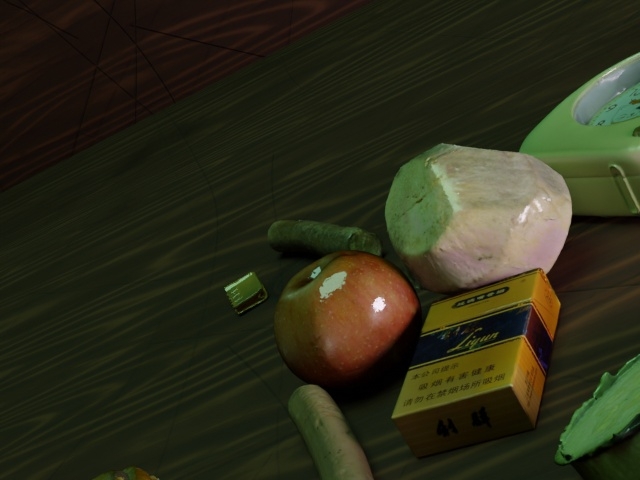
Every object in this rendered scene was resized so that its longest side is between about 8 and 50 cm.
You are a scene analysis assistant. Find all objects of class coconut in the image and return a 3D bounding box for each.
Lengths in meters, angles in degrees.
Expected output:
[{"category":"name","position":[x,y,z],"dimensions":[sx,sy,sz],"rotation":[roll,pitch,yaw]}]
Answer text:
[{"category":"coconut","position":[0.210,-0.019,1.652],"dimensions":[0.237,0.236,0.197],"rotation":[3,80,57]}]

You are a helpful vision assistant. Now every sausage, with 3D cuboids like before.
[{"category":"sausage","position":[0.013,0.243,1.491],"dimensions":[0.065,0.066,0.301],"rotation":[-31,22,0]}]

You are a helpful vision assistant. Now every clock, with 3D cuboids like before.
[{"category":"clock","position":[0.463,-0.168,1.739],"dimensions":[0.348,0.117,0.286],"rotation":[-40,21,-25]}]

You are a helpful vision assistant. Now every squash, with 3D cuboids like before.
[{"category":"squash","position":[0.330,0.169,1.196],"dimensions":[0.220,0.133,0.220],"rotation":[-39,7,6]}]

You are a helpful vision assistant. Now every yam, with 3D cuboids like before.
[{"category":"yam","position":[0.000,0.000,2.080],"dimensions":[0.066,0.066,0.299],"rotation":[-39,20,-20]}]

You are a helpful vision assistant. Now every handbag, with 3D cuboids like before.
[{"category":"handbag","position":[-0.121,0.086,2.095],"dimensions":[0.061,0.027,0.083],"rotation":[-30,21,-2]}]

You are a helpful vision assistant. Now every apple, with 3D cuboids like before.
[{"category":"apple","position":[0.032,0.095,1.662],"dimensions":[0.201,0.162,0.201],"rotation":[-27,22,12]}]

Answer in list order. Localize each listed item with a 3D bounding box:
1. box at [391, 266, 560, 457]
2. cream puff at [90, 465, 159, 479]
[{"category":"box","position":[0.185,0.138,1.488],"dimensions":[0.152,0.070,0.237],"rotation":[-20,25,28]},{"category":"cream puff","position":[-0.238,0.351,1.489],"dimensions":[0.189,0.129,0.189],"rotation":[-39,18,15]}]
